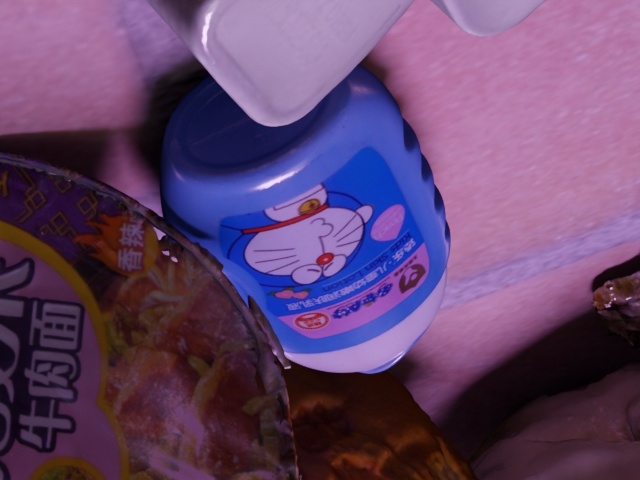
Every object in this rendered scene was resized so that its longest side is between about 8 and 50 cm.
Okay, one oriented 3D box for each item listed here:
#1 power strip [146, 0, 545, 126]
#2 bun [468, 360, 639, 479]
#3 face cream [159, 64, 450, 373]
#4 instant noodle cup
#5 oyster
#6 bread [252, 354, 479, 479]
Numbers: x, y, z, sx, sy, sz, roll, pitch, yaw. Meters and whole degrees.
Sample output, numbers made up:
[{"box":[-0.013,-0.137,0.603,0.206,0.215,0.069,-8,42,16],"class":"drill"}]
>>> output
[{"box":[0.026,-0.186,0.634,0.261,0.141,0.229,-41,145,2],"class":"power strip"},{"box":[0.243,0.214,1.115,0.365,0.365,0.219,-19,116,-5],"class":"bun"},{"box":[0.000,0.000,0.882,0.149,0.083,0.264,-24,146,5],"class":"face cream"},{"box":[-0.197,0.159,0.803,0.339,0.340,0.266,-7,152,-21],"class":"instant noodle cup"},{"box":[0.261,0.054,1.134,0.103,0.051,0.148,-29,156,23],"class":"oyster"},{"box":[-0.005,0.208,1.009,0.269,0.270,0.148,-1,148,-28],"class":"bread"}]
